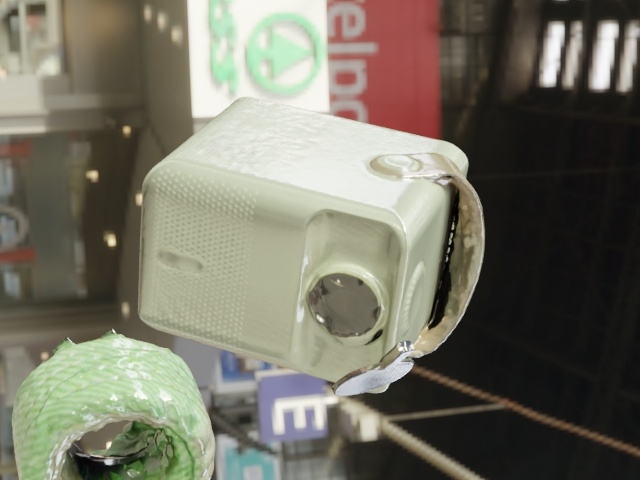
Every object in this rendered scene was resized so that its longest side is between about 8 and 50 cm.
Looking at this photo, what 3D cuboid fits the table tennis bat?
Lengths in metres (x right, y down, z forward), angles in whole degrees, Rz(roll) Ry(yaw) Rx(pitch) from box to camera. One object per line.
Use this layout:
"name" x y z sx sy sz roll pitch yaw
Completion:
"table tennis bat" 0.037 0.079 0.859 0.083 0.050 0.007 128 -51 -58

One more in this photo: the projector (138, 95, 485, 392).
"projector" 0.000 0.000 1.073 0.177 0.243 0.163 -53 155 -59

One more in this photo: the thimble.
"thimble" -0.225 0.215 1.506 0.150 0.219 0.219 -120 -149 -56
